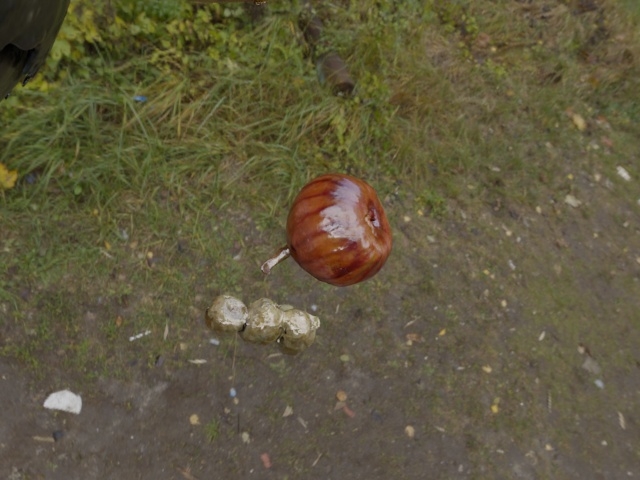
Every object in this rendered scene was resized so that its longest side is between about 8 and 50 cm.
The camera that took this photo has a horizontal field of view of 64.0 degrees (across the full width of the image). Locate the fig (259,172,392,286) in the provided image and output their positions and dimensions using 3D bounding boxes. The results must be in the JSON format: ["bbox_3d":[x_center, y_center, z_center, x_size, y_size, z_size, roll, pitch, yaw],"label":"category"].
[{"bbox_3d":[0.016,0.002,0.581,0.129,0.150,0.128,20,30,-12],"label":"fig"}]

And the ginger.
[{"bbox_3d":[-0.106,0.151,0.916,0.204,0.104,0.080,20,34,-20],"label":"ginger"}]

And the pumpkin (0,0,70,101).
[{"bbox_3d":[-0.367,-0.169,0.296,0.454,0.455,0.343,-46,117,-40],"label":"pumpkin"}]

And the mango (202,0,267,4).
[{"bbox_3d":[-0.120,-0.433,0.697,0.160,0.191,0.290,35,60,20],"label":"mango"}]
